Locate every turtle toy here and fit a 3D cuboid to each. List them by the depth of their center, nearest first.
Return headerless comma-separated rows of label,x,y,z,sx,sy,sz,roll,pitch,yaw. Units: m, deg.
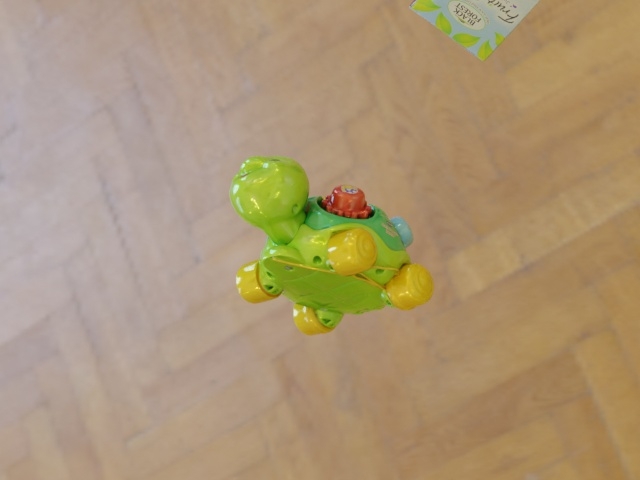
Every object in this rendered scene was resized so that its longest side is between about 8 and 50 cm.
turtle toy,0.000,0.000,0.902,0.095,0.130,0.066,-18,53,38

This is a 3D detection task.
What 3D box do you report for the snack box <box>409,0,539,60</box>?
snack box,0.160,-0.242,1.057,0.070,0.174,0.207,36,134,-8
